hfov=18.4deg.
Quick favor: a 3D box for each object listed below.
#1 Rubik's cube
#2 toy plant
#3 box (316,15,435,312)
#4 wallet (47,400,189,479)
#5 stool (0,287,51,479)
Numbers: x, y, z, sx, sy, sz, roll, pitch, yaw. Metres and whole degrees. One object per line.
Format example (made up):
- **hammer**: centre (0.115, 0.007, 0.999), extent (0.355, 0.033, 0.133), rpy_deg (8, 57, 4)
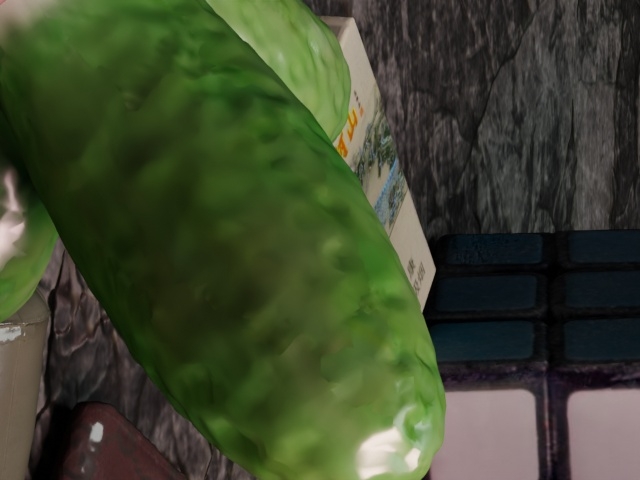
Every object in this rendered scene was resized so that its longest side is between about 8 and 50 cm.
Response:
- **Rubik's cube**: centre (0.231, 0.174, 1.500), extent (0.305, 0.301, 0.303), rpy_deg (-75, 162, -68)
- **toy plant**: centre (-0.109, -0.096, 0.660), extent (0.356, 0.211, 0.317), rpy_deg (55, 8, -24)
- **box**: centre (0.001, 0.000, 1.287), extent (0.256, 0.069, 0.164), rpy_deg (69, 33, -47)
- **wallet**: centre (-0.118, 0.217, 1.061), extent (0.182, 0.049, 0.229), rpy_deg (53, 44, -54)
- **stool**: centre (-0.167, 0.064, 0.851), extent (0.096, 0.096, 0.110), rpy_deg (-17, 115, -67)
